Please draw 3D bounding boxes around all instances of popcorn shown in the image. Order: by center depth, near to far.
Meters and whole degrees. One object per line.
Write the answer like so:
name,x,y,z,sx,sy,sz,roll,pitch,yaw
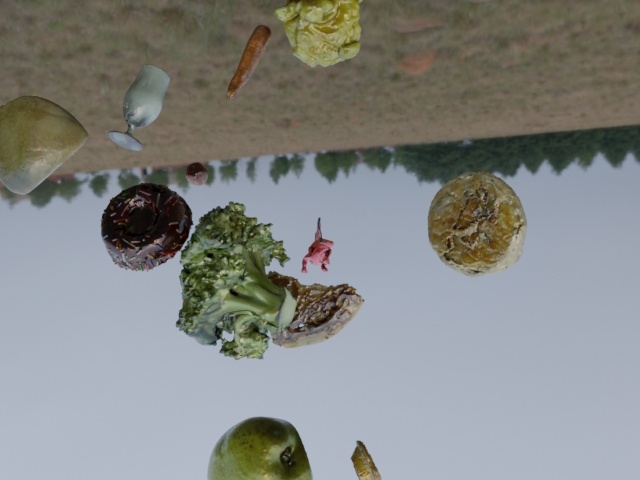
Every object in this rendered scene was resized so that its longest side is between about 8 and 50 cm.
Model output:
popcorn,-0.001,-0.621,1.792,0.241,0.250,0.235,-3,-178,9

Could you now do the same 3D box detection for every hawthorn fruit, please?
hawthorn fruit,-0.396,-0.211,2.039,0.077,0.077,0.077,-5,-172,1

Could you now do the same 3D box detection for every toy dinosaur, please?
toy dinosaur,0.001,-0.006,1.664,0.070,0.139,0.286,10,159,-4

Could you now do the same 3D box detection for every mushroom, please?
mushroom,-0.846,-0.265,1.797,0.292,0.217,0.212,-24,-148,35

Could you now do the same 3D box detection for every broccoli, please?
broccoli,-0.196,0.110,1.531,0.338,0.317,0.277,-49,160,27

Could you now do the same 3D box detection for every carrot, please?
carrot,-0.209,-0.511,1.837,0.059,0.248,0.059,25,174,3

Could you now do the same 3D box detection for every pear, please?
pear,-0.167,0.630,1.762,0.238,0.318,0.342,-3,-137,-33

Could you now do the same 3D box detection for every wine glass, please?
wine glass,-0.439,-0.328,1.564,0.092,0.202,0.093,15,161,5

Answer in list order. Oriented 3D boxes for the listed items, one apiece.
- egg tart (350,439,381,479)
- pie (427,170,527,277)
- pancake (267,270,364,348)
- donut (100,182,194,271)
egg tart,0.103,0.537,1.505,0.049,0.129,0.129,-23,-169,-9
pie,0.479,-0.049,1.983,0.339,0.339,0.077,0,179,35
pancake,-0.046,0.159,1.666,0.266,0.244,0.057,-44,173,11
donut,-0.429,-0.040,1.553,0.235,0.235,0.089,-4,153,9
